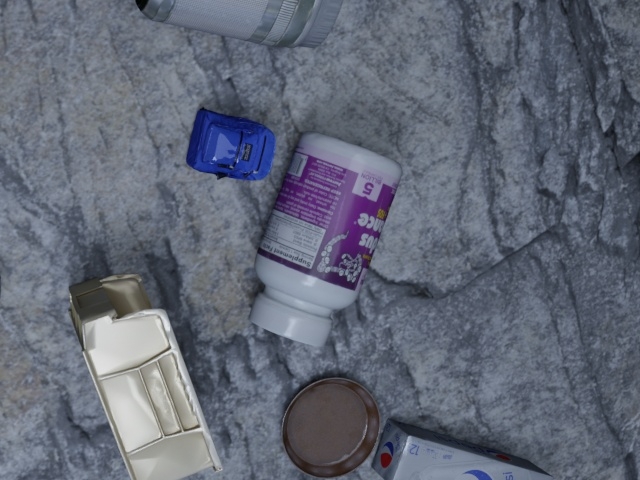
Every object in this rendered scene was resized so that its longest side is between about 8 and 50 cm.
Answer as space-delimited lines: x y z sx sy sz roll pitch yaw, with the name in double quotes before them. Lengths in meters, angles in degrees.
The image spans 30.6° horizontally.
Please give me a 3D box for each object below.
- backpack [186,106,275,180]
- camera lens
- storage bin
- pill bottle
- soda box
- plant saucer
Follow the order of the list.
"backpack" -0.127 -0.134 1.745 0.120 0.101 0.097 12 101 -23
"camera lens" -0.117 -0.395 1.644 0.274 0.219 0.219 9 95 -19
"storage bin" -0.260 0.191 1.664 0.123 0.262 0.260 -20 104 -12
"pill bottle" 0.000 0.000 1.768 0.169 0.169 0.301 19 92 -20
"soda box" 0.236 0.385 1.942 0.286 0.098 0.091 19 92 -20
"plant saucer" 0.014 0.300 1.893 0.169 0.029 0.168 -3 100 -18
